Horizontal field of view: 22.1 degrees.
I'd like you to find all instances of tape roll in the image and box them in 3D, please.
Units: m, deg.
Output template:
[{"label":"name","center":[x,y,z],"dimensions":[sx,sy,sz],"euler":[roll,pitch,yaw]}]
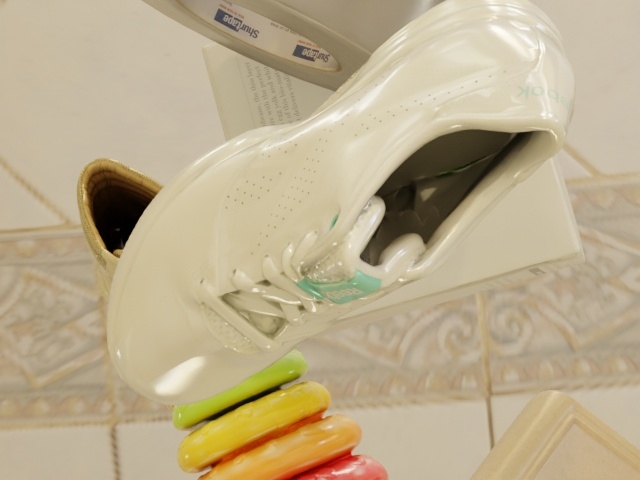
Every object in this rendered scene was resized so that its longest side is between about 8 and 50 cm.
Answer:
[{"label":"tape roll","center":[-0.026,-0.160,1.014],"dimensions":[0.219,0.219,0.072],"euler":[23,87,3]}]

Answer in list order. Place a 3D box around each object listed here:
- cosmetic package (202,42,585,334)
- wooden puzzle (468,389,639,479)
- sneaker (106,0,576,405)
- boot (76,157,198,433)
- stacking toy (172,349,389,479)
[{"label":"cosmetic package","center":[0.058,-0.062,1.217],"dimensions":[0.224,0.138,0.224],"euler":[-16,84,10]},{"label":"wooden puzzle","center":[0.219,0.253,1.288],"dimensions":[0.238,0.221,0.044],"euler":[35,139,12]},{"label":"sneaker","center":[0.000,0.000,0.579],"dimensions":[0.212,0.094,0.080],"euler":[-41,116,21]},{"label":"boot","center":[-0.118,0.062,1.422],"dimensions":[0.095,0.203,0.262],"euler":[-32,68,-14]},{"label":"stacking toy","center":[-0.063,0.123,1.292],"dimensions":[0.175,0.165,0.302],"euler":[-31,80,32]}]
